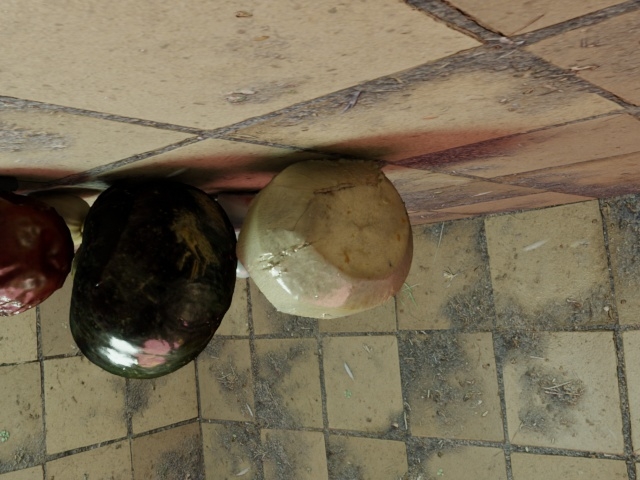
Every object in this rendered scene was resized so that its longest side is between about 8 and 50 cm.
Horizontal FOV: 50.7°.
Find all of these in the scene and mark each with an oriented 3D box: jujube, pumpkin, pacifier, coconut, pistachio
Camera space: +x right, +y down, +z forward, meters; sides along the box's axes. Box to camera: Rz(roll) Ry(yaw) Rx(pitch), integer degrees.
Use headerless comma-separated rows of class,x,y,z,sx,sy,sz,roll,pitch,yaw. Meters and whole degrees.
jujube,-0.697,0.022,1.366,0.377,0.276,0.276,-5,176,26
pumpkin,-0.360,0.082,1.468,0.344,0.454,0.454,14,170,-19
pacifier,-0.205,-0.015,1.754,0.287,0.225,0.238,-1,-167,-30
coconut,0.000,0.000,1.407,0.347,0.346,0.360,-3,170,-24
pistachio,-0.604,-0.053,1.546,0.201,0.117,0.145,1,143,43

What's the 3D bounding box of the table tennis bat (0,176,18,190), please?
table tennis bat,-0.676,-0.111,1.227,0.236,0.027,0.150,2,172,-41
